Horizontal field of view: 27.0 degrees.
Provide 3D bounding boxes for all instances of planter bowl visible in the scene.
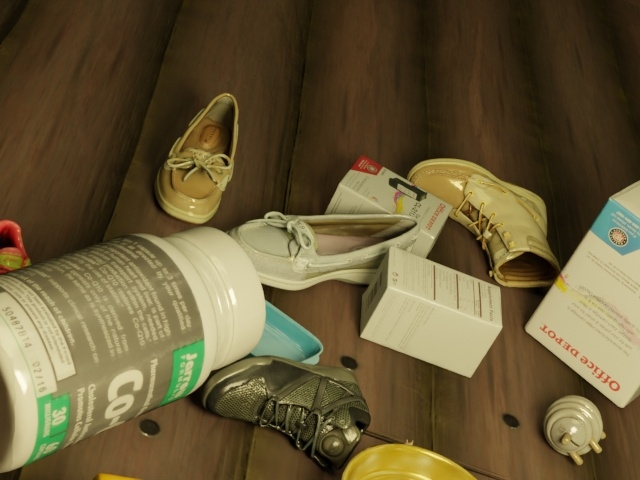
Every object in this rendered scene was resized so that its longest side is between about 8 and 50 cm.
[{"bbox_3d":[0.108,0.347,1.555,0.217,0.090,0.217,19,33,-13],"label":"planter bowl"}]

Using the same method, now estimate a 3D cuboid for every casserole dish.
[{"bbox_3d":[-0.084,0.127,1.761,0.188,0.037,0.114,34,31,26],"label":"casserole dish"}]

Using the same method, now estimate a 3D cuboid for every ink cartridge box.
[{"bbox_3d":[0.110,-0.046,2.126,0.175,0.072,0.127,29,32,4],"label":"ink cartridge box"},{"bbox_3d":[0.489,0.075,2.044,0.198,0.270,0.197,40,33,19],"label":"ink cartridge box"}]

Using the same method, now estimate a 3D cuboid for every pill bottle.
[{"bbox_3d":[-0.248,0.108,1.509,0.361,0.204,0.204,-20,55,-42],"label":"pill bottle"}]

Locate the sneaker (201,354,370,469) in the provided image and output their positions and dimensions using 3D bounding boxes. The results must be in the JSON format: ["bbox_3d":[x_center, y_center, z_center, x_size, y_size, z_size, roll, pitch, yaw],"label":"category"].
[{"bbox_3d":[-0.031,0.213,1.648,0.227,0.087,0.130,11,29,-32],"label":"sneaker"}]

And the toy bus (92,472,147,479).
[{"bbox_3d":[-0.149,0.329,1.381,0.332,0.108,0.130,14,34,-20],"label":"toy bus"}]

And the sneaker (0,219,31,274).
[{"bbox_3d":[-0.388,0.055,1.610,0.081,0.094,0.208,10,38,-28],"label":"sneaker"}]

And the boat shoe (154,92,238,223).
[{"bbox_3d":[-0.182,-0.128,2.018,0.104,0.089,0.285,21,33,-10],"label":"boat shoe"}]

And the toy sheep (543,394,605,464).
[{"bbox_3d":[0.353,0.261,1.859,0.091,0.091,0.132,32,14,7],"label":"toy sheep"}]

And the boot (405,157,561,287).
[{"bbox_3d":[0.270,-0.026,2.198,0.262,0.095,0.203,21,34,-17],"label":"boot"}]

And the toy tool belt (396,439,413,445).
[{"bbox_3d":[0.110,0.281,1.699,0.083,0.052,0.051,16,3,-23],"label":"toy tool belt"}]

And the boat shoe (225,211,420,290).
[{"bbox_3d":[0.002,0.002,1.953,0.320,0.103,0.118,4,39,-32],"label":"boat shoe"}]

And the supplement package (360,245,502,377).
[{"bbox_3d":[0.159,0.103,1.922,0.179,0.105,0.105,21,33,-10],"label":"supplement package"}]
